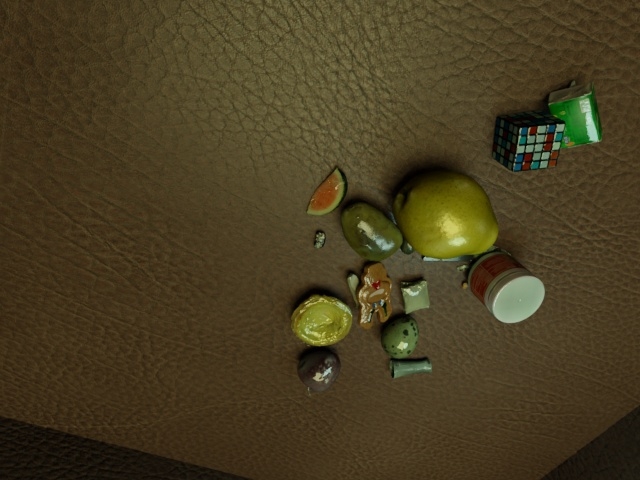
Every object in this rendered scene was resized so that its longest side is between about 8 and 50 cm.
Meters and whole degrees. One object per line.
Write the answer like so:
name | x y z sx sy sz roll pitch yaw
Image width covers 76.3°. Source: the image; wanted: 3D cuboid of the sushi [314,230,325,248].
sushi | 0.000 0.000 1.816 0.045 0.044 0.083 7 121 -8

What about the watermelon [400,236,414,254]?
watermelon | 0.397 0.010 1.841 0.078 0.078 0.111 -2 114 -5

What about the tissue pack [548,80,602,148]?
tissue pack | 0.993 -0.496 1.584 0.147 0.156 0.209 -7 130 42

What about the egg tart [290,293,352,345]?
egg tart | 0.004 0.375 1.990 0.314 0.120 0.315 -3 118 -5

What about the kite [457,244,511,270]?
kite | 0.792 0.100 1.969 0.267 0.013 0.323 -19 121 5

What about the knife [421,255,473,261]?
knife | 0.603 0.068 1.923 0.245 0.019 0.072 0 118 -3

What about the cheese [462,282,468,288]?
cheese | 0.760 0.215 2.018 0.111 0.017 0.047 -13 120 2

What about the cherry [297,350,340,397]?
cherry | -0.011 0.683 2.130 0.266 0.183 0.213 -44 124 1

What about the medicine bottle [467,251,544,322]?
medicine bottle | 0.848 0.212 1.884 0.252 0.241 0.253 -5 118 -9

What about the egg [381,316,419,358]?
egg | 0.408 0.488 2.063 0.177 0.177 0.228 30 96 -20

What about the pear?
pear | 0.496 -0.097 1.639 0.417 0.362 0.363 21 116 -12

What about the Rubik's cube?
Rubik's cube | 0.804 -0.388 1.592 0.186 0.182 0.184 -8 121 0

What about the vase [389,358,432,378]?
vase | 0.499 0.700 2.242 0.219 0.096 0.096 -3 120 -7

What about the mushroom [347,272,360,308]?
mushroom | 0.172 0.239 1.951 0.084 0.071 0.209 -38 122 -21

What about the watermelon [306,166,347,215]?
watermelon | 0.038 -0.189 1.710 0.119 0.063 0.245 35 117 -3

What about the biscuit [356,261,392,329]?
biscuit | 0.260 0.262 1.942 0.201 0.047 0.334 -14 112 -27

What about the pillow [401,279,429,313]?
pillow | 0.465 0.277 2.001 0.134 0.078 0.182 -13 121 2

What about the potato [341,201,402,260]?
potato | 0.210 -0.038 1.741 0.210 0.173 0.307 -37 115 23
